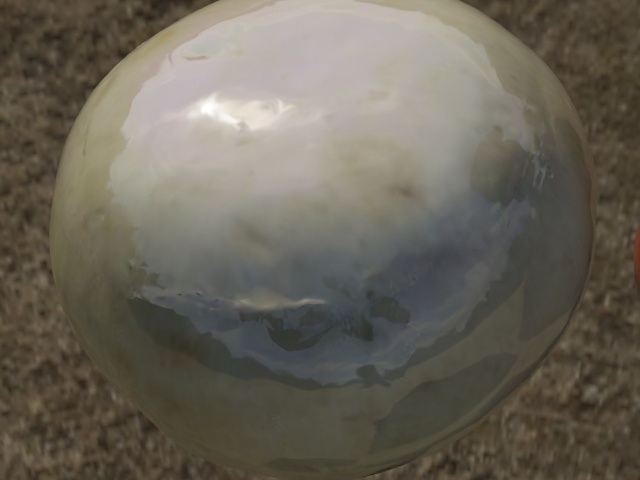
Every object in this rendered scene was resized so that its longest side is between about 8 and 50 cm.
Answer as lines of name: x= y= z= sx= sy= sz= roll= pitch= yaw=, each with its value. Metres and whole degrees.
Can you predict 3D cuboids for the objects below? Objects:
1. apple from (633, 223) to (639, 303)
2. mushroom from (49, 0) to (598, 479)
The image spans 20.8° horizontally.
apple: x=0.238 y=0.017 z=0.752 sx=0.199 sy=0.199 sz=0.199 roll=-1 pitch=52 yaw=1
mushroom: x=0.000 y=0.000 z=0.777 sx=0.246 sy=0.202 sz=0.246 roll=-2 pitch=51 yaw=2
